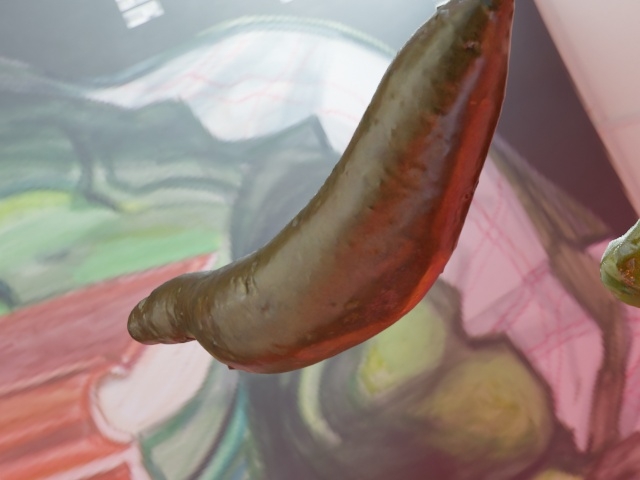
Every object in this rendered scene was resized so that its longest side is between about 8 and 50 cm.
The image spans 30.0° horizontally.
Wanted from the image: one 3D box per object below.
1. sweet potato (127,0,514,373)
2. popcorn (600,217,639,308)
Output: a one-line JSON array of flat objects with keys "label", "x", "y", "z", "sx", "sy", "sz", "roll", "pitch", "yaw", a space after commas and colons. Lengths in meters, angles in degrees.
[{"label": "sweet potato", "x": -0.002, "y": 0.007, "z": 0.622, "sx": 0.346, "sy": 0.079, "sz": 0.108, "roll": -39, "pitch": -136, "yaw": 40}, {"label": "popcorn", "x": 0.406, "y": 0.033, "z": 0.907, "sx": 0.321, "sy": 0.290, "sz": 0.325, "roll": -7, "pitch": -101, "yaw": 29}]
